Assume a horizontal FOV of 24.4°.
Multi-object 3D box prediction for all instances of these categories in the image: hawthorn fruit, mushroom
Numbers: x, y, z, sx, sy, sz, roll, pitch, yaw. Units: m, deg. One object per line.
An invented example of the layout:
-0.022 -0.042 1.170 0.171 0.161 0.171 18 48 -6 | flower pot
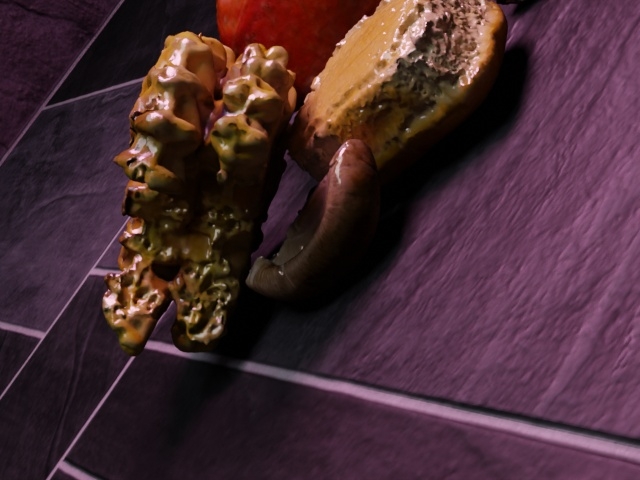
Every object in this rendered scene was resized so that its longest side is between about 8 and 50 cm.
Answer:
0.010 -0.258 1.622 0.258 0.258 0.262 180 90 -65 | hawthorn fruit
0.001 0.001 1.411 0.210 0.072 0.094 -54 21 33 | mushroom

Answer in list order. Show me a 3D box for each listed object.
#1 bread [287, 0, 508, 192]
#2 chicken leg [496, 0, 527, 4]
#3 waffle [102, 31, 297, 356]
0.075 -0.145 1.440 0.245 0.121 0.174 -38 29 35 | bread
0.260 -0.371 1.513 0.304 0.093 0.113 -61 3 -5 | chicken leg
-0.120 -0.055 1.477 0.261 0.151 0.324 -75 2 -49 | waffle
